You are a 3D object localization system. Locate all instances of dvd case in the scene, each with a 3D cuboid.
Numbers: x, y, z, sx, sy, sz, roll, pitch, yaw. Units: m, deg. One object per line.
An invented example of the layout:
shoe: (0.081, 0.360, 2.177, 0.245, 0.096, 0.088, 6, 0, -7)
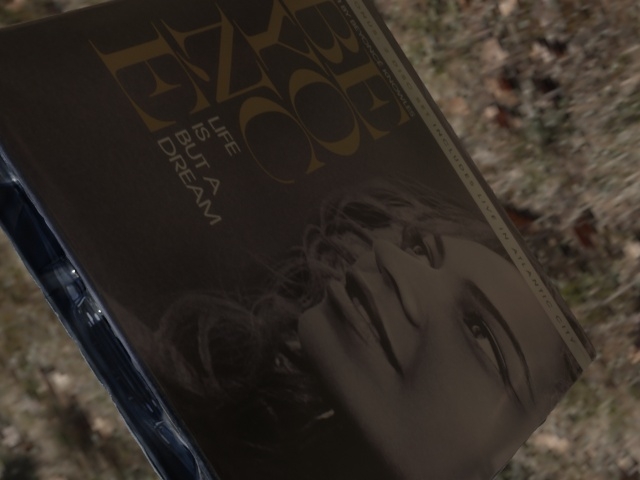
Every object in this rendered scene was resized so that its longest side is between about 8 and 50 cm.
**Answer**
dvd case: (0.000, 0.000, 0.471, 0.018, 0.221, 0.164, -33, 90, 28)
